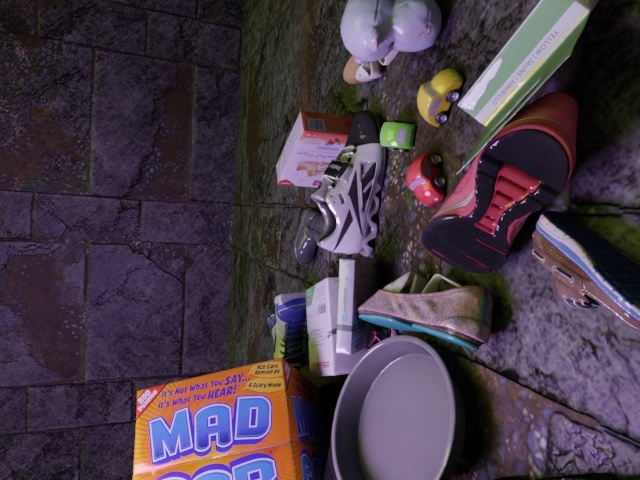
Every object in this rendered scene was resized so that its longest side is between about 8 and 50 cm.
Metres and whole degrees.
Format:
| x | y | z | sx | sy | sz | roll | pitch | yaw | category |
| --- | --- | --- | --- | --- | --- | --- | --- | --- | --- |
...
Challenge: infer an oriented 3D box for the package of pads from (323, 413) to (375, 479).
| x | y | z | sx | sy | sz | roll | pitch | yaw | category |
| --- | --- | --- | --- | --- | --- | --- | --- | --- | --- |
| 0.099 | 0.505 | 0.895 | 0.296 | 0.101 | 0.228 | -139 | 54 | -63 | package of pads |

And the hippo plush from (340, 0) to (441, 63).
| x | y | z | sx | sy | sz | roll | pitch | yaw | category |
| --- | --- | --- | --- | --- | --- | --- | --- | --- | --- |
| 0.103 | -0.439 | 0.775 | 0.234 | 0.295 | 0.236 | -138 | 41 | -85 | hippo plush |

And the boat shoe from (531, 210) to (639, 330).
| x | y | z | sx | sy | sz | roll | pitch | yaw | category |
| --- | --- | --- | --- | --- | --- | --- | --- | --- | --- |
| 0.296 | 0.039 | 0.501 | 0.183 | 0.066 | 0.066 | -102 | 18 | -56 | boat shoe |

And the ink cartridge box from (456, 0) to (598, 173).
| x | y | z | sx | sy | sz | roll | pitch | yaw | category |
| --- | --- | --- | --- | --- | --- | --- | --- | --- | --- |
| 0.224 | -0.198 | 0.519 | 0.056 | 0.235 | 0.171 | 40 | 143 | 5 | ink cartridge box |

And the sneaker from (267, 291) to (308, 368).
| x | y | z | sx | sy | sz | roll | pitch | yaw | category |
| --- | --- | --- | --- | --- | --- | --- | --- | --- | --- |
| -0.077 | 0.280 | 1.368 | 0.315 | 0.128 | 0.182 | 115 | 147 | -58 | sneaker |

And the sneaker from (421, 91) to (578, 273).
| x | y | z | sx | sy | sz | roll | pitch | yaw | category |
| --- | --- | --- | --- | --- | --- | --- | --- | --- | --- |
| 0.243 | -0.064 | 0.614 | 0.136 | 0.116 | 0.313 | -52 | -9 | -29 | sneaker |

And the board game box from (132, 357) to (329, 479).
| x | y | z | sx | sy | sz | roll | pitch | yaw | category |
| --- | --- | --- | --- | --- | --- | --- | --- | --- | --- |
| -0.185 | 0.530 | 1.091 | 0.356 | 0.357 | 0.355 | 64 | -166 | -59 | board game box |

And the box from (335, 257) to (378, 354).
| x | y | z | sx | sy | sz | roll | pitch | yaw | category |
| --- | --- | --- | --- | --- | --- | --- | --- | --- | --- |
| 0.079 | 0.129 | 0.950 | 0.038 | 0.145 | 0.185 | 3 | 91 | 25 | box |

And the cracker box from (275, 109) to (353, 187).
| x | y | z | sx | sy | sz | roll | pitch | yaw | category |
| --- | --- | --- | --- | --- | --- | --- | --- | --- | --- |
| -0.009 | -0.223 | 1.171 | 0.232 | 0.156 | 0.067 | 128 | 139 | -57 | cracker box |

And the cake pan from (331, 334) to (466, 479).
| x | y | z | sx | sy | sz | roll | pitch | yaw | category |
| --- | --- | --- | --- | --- | --- | --- | --- | --- | --- |
| 0.128 | 0.309 | 0.777 | 0.293 | 0.054 | 0.293 | -43 | 32 | 36 | cake pan |

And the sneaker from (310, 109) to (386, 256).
| x | y | z | sx | sy | sz | roll | pitch | yaw | category |
| --- | --- | --- | --- | --- | --- | --- | --- | --- | --- |
| 0.056 | -0.131 | 1.018 | 0.122 | 0.147 | 0.329 | -174 | 88 | -70 | sneaker |

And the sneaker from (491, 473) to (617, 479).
| x | y | z | sx | sy | sz | roll | pitch | yaw | category |
| --- | --- | --- | --- | --- | --- | --- | --- | --- | --- |
| 0.239 | 0.360 | 0.551 | 0.300 | 0.111 | 0.121 | 124 | 138 | -57 | sneaker |

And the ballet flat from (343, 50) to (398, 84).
| x | y | z | sx | sy | sz | roll | pitch | yaw | category |
| --- | --- | --- | --- | --- | --- | --- | --- | --- | --- |
| 0.115 | -0.393 | 0.983 | 0.232 | 0.080 | 0.073 | -45 | 58 | 61 | ballet flat |

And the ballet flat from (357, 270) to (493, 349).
| x | y | z | sx | sy | sz | roll | pitch | yaw | category |
| --- | --- | --- | --- | --- | --- | --- | --- | --- | --- |
| 0.173 | 0.109 | 0.779 | 0.316 | 0.108 | 0.106 | -3 | 65 | 64 | ballet flat |

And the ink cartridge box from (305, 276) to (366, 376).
| x | y | z | sx | sy | sz | roll | pitch | yaw | category |
| --- | --- | --- | --- | --- | --- | --- | --- | --- | --- |
| 0.034 | 0.211 | 1.103 | 0.160 | 0.093 | 0.219 | 142 | 126 | -64 | ink cartridge box |

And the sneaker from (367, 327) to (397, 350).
| x | y | z | sx | sy | sz | roll | pitch | yaw | category |
| --- | --- | --- | --- | --- | --- | --- | --- | --- | --- |
| 0.118 | 0.229 | 0.936 | 0.047 | 0.057 | 0.119 | -141 | 55 | -62 | sneaker |

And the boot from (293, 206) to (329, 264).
| x | y | z | sx | sy | sz | roll | pitch | yaw | category |
| --- | --- | --- | --- | --- | --- | --- | --- | --- | --- |
| -0.002 | 0.001 | 1.269 | 0.209 | 0.076 | 0.189 | 28 | 116 | 59 | boot |

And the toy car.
| x | y | z | sx | sy | sz | roll | pitch | yaw | category |
| --- | --- | --- | --- | --- | --- | --- | --- | --- | --- |
| 0.165 | -0.194 | 0.861 | 0.225 | 0.053 | 0.238 | -147 | 61 | -65 | toy car |
